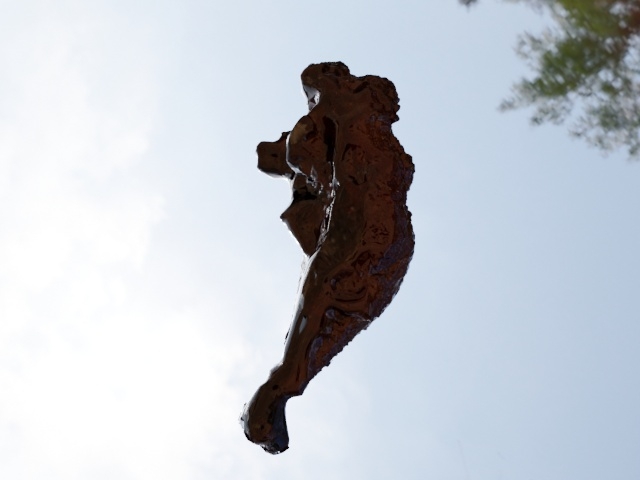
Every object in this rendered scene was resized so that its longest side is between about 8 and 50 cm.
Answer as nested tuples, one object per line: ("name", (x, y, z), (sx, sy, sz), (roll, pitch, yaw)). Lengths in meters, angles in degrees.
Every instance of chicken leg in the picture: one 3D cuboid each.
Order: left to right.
("chicken leg", (0.006, -0.003, 0.487), (0.089, 0.048, 0.219), (-12, -119, 25))
